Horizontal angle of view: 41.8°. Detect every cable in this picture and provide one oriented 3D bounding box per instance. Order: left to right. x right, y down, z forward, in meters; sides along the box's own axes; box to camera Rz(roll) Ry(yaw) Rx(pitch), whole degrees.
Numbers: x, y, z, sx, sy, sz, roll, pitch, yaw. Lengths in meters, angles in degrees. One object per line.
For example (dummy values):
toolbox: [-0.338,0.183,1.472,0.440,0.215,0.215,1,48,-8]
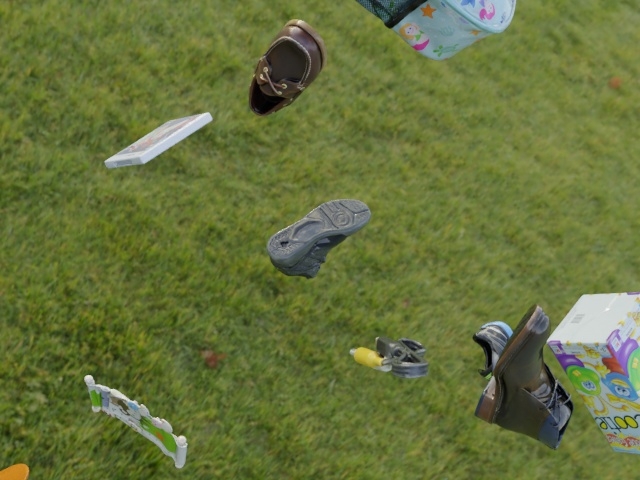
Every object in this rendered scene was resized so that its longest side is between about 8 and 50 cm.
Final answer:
cable: [0.158,0.235,1.582,0.139,0.072,0.287,5,5,-15]

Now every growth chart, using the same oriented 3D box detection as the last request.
growth chart: [-0.328,0.321,1.496,0.237,0.172,0.021,29,58,17]

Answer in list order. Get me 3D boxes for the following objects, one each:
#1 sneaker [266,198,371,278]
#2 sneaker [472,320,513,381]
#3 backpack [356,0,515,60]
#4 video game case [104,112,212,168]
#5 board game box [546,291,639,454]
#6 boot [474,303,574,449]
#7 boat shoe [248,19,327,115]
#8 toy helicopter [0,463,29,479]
sneaker: [0.000,0.000,1.725,0.227,0.130,0.087,-31,64,-11]
sneaker: [0.307,0.230,1.402,0.078,0.067,0.188,-15,71,-15]
backpack: [0.126,-0.342,0.954,0.253,0.191,0.225,37,51,-34]
video game case: [-0.364,-0.223,1.874,0.201,0.183,0.023,-39,113,-31]
board game box: [0.568,0.247,1.547,0.144,0.142,0.275,-43,108,-29]
boot: [0.253,0.159,0.956,0.106,0.219,0.082,29,56,17]
boat shoe: [-0.048,-0.213,1.088,0.073,0.207,0.073,42,74,-1]
toy helicopter: [-0.441,0.213,0.791,0.235,0.355,0.140,47,27,-17]
